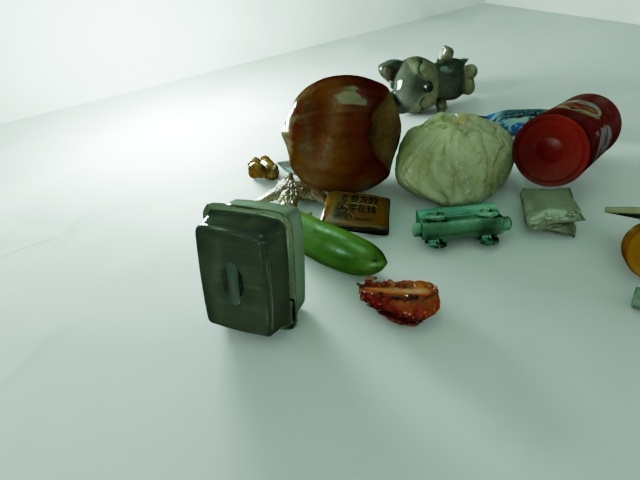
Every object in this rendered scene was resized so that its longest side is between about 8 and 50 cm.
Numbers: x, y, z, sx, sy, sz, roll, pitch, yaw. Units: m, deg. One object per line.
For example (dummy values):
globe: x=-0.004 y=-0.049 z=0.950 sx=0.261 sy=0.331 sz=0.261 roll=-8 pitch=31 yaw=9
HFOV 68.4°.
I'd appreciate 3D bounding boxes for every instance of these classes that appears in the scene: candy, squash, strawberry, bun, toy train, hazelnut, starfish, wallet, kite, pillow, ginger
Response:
candy: x=0.734 y=-0.427 z=1.692 sx=0.331 sy=0.077 sz=0.187 roll=4 pitch=35 yaw=21
squash: x=0.000 y=0.000 z=1.228 sx=0.395 sy=0.107 sz=0.107 roll=26 pitch=48 yaw=38
strawberry: x=0.173 y=0.133 z=1.041 sx=0.188 sy=0.082 sz=0.121 roll=5 pitch=17 yaw=33
bun: x=0.399 y=-0.259 z=1.398 sx=0.352 sy=0.227 sz=0.349 roll=0 pitch=35 yaw=9
toy train: x=0.363 y=-0.047 z=1.239 sx=0.248 sy=0.101 sz=0.159 roll=-4 pitch=20 yaw=6
hazelnut: x=0.072 y=-0.319 z=1.452 sx=0.365 sy=0.366 sz=0.366 roll=-6 pitch=36 yaw=4
starfish: x=-0.073 y=-0.161 z=1.506 sx=0.299 sy=0.060 sz=0.302 roll=0 pitch=36 yaw=16
wallet: x=0.103 y=-0.081 z=1.346 sx=0.195 sy=0.042 sz=0.161 roll=8 pitch=39 yaw=6
kite: x=0.011 y=-0.272 z=1.642 sx=0.309 sy=0.015 sz=0.169 roll=-20 pitch=36 yaw=-28
pillow: x=0.604 y=-0.086 z=1.243 sx=0.134 sy=0.078 sz=0.181 roll=3 pitch=35 yaw=15
ginger: x=-0.210 y=-0.251 z=1.651 sx=0.103 sy=0.073 sz=0.162 roll=-5 pitch=27 yaw=-19

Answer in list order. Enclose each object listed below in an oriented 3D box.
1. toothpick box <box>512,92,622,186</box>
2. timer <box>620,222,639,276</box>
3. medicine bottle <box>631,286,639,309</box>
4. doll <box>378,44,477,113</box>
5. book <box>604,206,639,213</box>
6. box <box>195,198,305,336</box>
toothpick box: x=0.718 y=-0.297 z=1.361 sx=0.204 sy=0.204 sz=0.333 roll=23 pitch=37 yaw=36
timer: x=0.742 y=0.007 z=1.073 sx=0.132 sy=0.132 sz=0.152 roll=2 pitch=14 yaw=14
medicine bottle: x=0.685 y=0.127 z=0.957 sx=0.083 sy=0.047 sz=0.047 roll=16 pitch=42 yaw=31
doll: x=0.429 y=-0.647 z=1.993 sx=0.382 sy=0.252 sz=0.378 roll=-5 pitch=4 yaw=0
book: x=0.822 y=-0.033 z=1.005 sx=0.322 sy=0.018 sz=0.228 roll=13 pitch=6 yaw=7
box: x=-0.148 y=0.056 z=1.028 sx=0.220 sy=0.291 sz=0.166 roll=8 pitch=27 yaw=21
